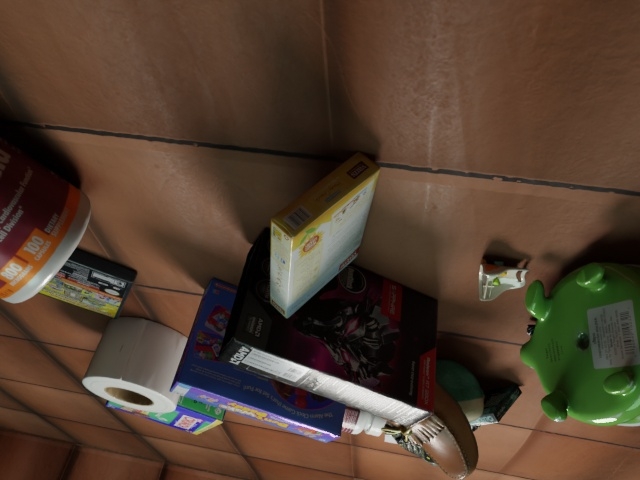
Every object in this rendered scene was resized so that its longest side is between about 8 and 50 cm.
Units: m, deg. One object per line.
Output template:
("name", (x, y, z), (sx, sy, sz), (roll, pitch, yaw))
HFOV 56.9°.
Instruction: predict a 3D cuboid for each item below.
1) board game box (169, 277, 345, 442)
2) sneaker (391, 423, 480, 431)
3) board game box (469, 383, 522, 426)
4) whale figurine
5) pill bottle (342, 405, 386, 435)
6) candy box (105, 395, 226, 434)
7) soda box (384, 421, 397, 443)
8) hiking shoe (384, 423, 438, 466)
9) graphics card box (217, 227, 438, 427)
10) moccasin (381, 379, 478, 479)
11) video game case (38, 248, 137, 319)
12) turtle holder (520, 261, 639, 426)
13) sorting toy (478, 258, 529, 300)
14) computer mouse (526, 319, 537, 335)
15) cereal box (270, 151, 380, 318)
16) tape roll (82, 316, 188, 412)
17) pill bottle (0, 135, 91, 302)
("board game box", (-0.106, 0.250, 1.230), (0.347, 0.233, 0.078), (23, 146, -13))
("sneaker", (0.295, 0.448, 1.530), (0.234, 0.106, 0.078), (-1, 111, -1))
("board game box", (0.366, 0.394, 1.387), (0.186, 0.126, 0.026), (-31, 88, 48))
("whale figurine", (0.266, 0.343, 1.355), (0.216, 0.141, 0.272), (-7, 170, 0))
("pill bottle", (0.059, 0.440, 1.560), (0.221, 0.121, 0.121), (17, 147, -5))
("candy box", (-0.469, 0.481, 1.819), (0.317, 0.122, 0.268), (24, 146, -17))
("soda box", (0.295, 0.556, 1.700), (0.216, 0.069, 0.074), (7, 147, 9))
("hiking shoe", (0.223, 0.462, 1.369), (0.114, 0.086, 0.227), (25, 158, -8))
("graphics card box", (0.030, 0.153, 1.031), (0.371, 0.232, 0.094), (23, 141, -13))
("moccasin", (0.159, 0.307, 1.147), (0.380, 0.147, 0.139), (55, 138, 0))
("video game case", (-0.568, 0.080, 1.326), (0.275, 0.035, 0.248), (23, 146, -15))
("turtle holder", (0.453, 0.178, 0.906), (0.228, 0.243, 0.320), (6, 132, -16))
("sorting toy", (0.302, 0.060, 0.972), (0.075, 0.044, 0.083), (-1, 145, 8))
("computer mouse", (0.442, 0.214, 1.148), (0.106, 0.042, 0.193), (6, 147, 10))
("cereal box", (0.000, 0.000, 0.874), (0.047, 0.173, 0.240), (41, 152, 18))
("tape roll", (-0.470, 0.329, 1.546), (0.246, 0.169, 0.246), (10, 148, 6))
("pill bottle", (-0.580, -0.088, 0.899), (0.224, 0.224, 0.392), (-16, 138, 38))
